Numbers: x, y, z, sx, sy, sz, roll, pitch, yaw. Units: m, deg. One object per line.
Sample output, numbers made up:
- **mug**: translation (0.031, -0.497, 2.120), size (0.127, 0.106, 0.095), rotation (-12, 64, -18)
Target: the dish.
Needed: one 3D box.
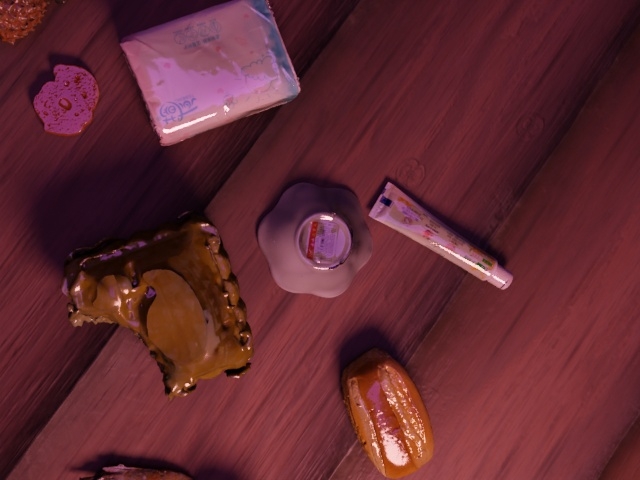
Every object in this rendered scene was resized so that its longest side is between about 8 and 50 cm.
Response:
- **dish**: translation (0.000, 0.000, 1.313), size (0.229, 0.081, 0.230), rotation (0, 92, -12)

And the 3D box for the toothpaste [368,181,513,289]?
- **toothpaste**: translation (0.244, 0.001, 1.383), size (0.314, 0.058, 0.056), rotation (33, 128, -7)

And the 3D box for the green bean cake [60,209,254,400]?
- **green bean cake**: translation (-0.271, 0.125, 1.196), size (0.285, 0.202, 0.310), rotation (-21, 95, -9)

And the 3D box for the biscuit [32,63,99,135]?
- **biscuit**: translation (-0.448, -0.246, 1.240), size (0.102, 0.019, 0.130), rotation (25, 86, -12)

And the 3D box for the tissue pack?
- **tissue pack**: translation (-0.193, -0.303, 1.244), size (0.271, 0.124, 0.201), rotation (-22, 92, -10)

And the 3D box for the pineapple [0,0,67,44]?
- **pineapple**: translation (-0.450, -0.448, 1.189), size (0.277, 0.119, 0.130), rotation (-42, 80, -10)

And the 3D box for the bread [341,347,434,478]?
- **bread**: translation (0.128, 0.330, 1.336), size (0.140, 0.106, 0.236), rotation (-24, 95, -9)

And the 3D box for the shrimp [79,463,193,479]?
- **shrimp**: translation (-0.330, 0.469, 1.272), size (0.223, 0.047, 0.126), rotation (13, 98, -14)
